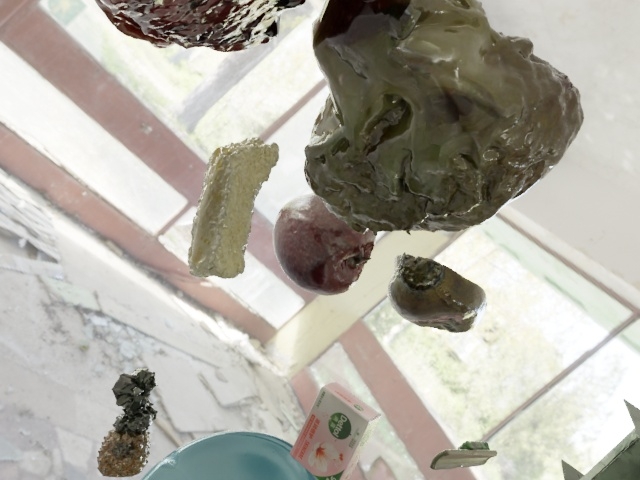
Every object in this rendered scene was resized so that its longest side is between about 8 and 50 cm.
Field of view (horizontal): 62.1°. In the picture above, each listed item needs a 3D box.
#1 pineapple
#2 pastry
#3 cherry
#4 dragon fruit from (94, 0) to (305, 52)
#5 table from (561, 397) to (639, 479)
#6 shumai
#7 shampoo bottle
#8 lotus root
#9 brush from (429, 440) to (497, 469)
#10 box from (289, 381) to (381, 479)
[{"bbox_3d":[-0.418,0.397,1.177,0.111,0.237,0.119,12,-2,-16],"label":"pineapple"},{"bbox_3d":[-0.147,-0.056,0.873,0.122,0.258,0.089,12,-5,37],"label":"pastry"},{"bbox_3d":[0.000,0.000,1.229,0.203,0.230,0.300,-3,29,-43],"label":"cherry"},{"bbox_3d":[-0.170,-0.319,0.449,0.329,0.228,0.286,58,-13,-5],"label":"dragon fruit"},{"bbox_3d":[0.411,0.327,0.730,0.062,0.146,0.175,34,22,7],"label":"table"},{"bbox_3d":[0.099,-0.144,0.592,0.283,0.346,0.217,32,59,-58],"label":"shumai"},{"bbox_3d":[-0.132,0.538,0.848,0.331,0.331,0.342,-127,-154,-55],"label":"shampoo bottle"},{"bbox_3d":[0.302,0.152,1.432,0.267,0.149,0.260,14,-16,22],"label":"lotus root"},{"bbox_3d":[0.315,0.471,1.176,0.282,0.054,0.048,24,20,-49],"label":"brush"},{"bbox_3d":[0.020,0.284,0.775,0.089,0.125,0.043,29,11,29],"label":"box"}]
